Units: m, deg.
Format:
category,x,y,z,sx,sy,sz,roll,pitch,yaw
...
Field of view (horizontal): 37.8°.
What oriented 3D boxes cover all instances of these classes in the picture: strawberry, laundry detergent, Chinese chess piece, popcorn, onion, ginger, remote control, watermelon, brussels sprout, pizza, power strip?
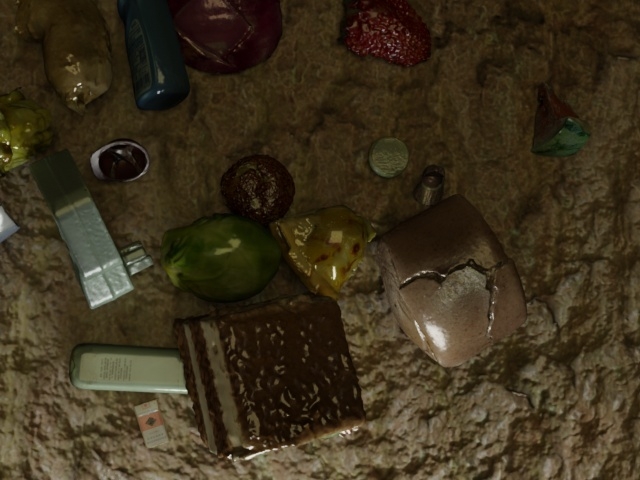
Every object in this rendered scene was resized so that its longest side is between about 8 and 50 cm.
category,x,y,z,sx,sy,sz,roll,pitch,yaw
strawberry,0.141,-0.446,1.886,0.208,0.087,0.167,9,82,-11
laundry detergent,-0.323,-0.399,1.766,0.094,0.143,0.289,-9,85,-25
Chinese chess piece,0.137,-0.168,1.885,0.084,0.034,0.084,1,82,-9
popcorn,-0.567,-0.190,1.674,0.169,0.195,0.173,-5,93,-9
onion,-0.193,-0.455,1.815,0.250,0.111,0.247,-7,84,-13
ginger,-0.463,-0.362,1.743,0.152,0.138,0.267,-28,77,2
remote control,-0.312,0.243,1.758,0.310,0.038,0.090,4,83,-11
watermelon,0.495,-0.238,1.955,0.098,0.121,0.158,7,38,-24
brussels sprout,-0.181,0.031,1.721,0.223,0.223,0.161,-4,79,-11
pizza,0.008,-0.002,1.798,0.204,0.081,0.188,42,75,-20
power strip,-0.402,-0.018,1.681,0.141,0.229,0.261,-25,123,-13

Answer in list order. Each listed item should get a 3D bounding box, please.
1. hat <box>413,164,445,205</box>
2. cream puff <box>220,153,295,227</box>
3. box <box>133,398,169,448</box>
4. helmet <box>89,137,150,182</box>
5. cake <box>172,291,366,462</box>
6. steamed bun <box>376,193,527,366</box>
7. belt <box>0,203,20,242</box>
category,x,y,z,sx,sy,sz,roll,pitch,yaw
hat,0.222,-0.115,1.897,0.058,0.042,0.087,14,116,-1
cream puff,-0.120,-0.098,1.805,0.149,0.084,0.148,1,82,-11
box,-0.318,0.345,1.760,0.046,0.012,0.083,-17,89,-10
helmet,-0.381,-0.162,1.774,0.111,0.057,0.089,-10,129,-7
cake,-0.091,0.229,1.654,0.256,0.290,0.281,-12,85,-28
steamed bun,0.260,0.080,1.798,0.252,0.199,0.301,-28,91,-11
belt,-0.682,-0.121,1.638,0.117,0.212,0.347,-41,88,-13
